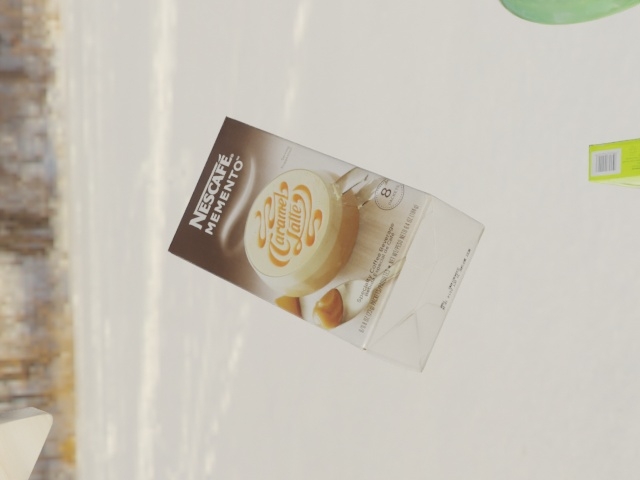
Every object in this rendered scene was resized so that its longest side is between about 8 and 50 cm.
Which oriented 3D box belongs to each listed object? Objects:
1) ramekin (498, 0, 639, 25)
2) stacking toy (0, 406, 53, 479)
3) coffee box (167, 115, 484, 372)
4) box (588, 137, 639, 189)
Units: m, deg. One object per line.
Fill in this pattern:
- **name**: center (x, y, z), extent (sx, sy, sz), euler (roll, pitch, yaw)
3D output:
- **ramekin**: center (0.284, -0.389, 1.492), extent (0.148, 0.303, 0.303), euler (49, -163, -37)
- **stacking toy**: center (-0.323, 0.226, 0.905), extent (0.130, 0.309, 0.280), euler (9, 91, 41)
- **coffee box**: center (0.000, 0.000, 1.229), extent (0.246, 0.098, 0.141), euler (23, 89, 39)
- **box**: center (0.360, -0.070, 1.369), extent (0.109, 0.178, 0.042), euler (-4, 82, 54)
